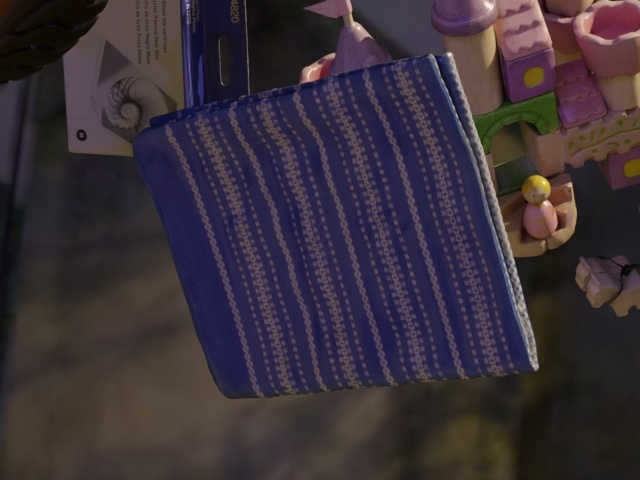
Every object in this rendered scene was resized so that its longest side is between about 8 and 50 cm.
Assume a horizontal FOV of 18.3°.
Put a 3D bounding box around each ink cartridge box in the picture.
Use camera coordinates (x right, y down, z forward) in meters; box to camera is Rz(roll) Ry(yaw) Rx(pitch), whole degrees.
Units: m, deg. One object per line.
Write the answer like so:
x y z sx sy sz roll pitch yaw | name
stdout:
-0.193 -0.206 2.284 0.224 0.223 0.045 2 14 22 | ink cartridge box

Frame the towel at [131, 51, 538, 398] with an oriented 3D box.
0.000 0.000 1.495 0.336 0.243 0.040 -10 10 45 | towel

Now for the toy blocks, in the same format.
0.151 -0.116 1.603 0.288 0.309 0.260 -18 -51 -7 | toy blocks

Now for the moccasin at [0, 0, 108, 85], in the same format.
-0.274 -0.291 1.903 0.139 0.147 0.380 -17 -26 -40 | moccasin
